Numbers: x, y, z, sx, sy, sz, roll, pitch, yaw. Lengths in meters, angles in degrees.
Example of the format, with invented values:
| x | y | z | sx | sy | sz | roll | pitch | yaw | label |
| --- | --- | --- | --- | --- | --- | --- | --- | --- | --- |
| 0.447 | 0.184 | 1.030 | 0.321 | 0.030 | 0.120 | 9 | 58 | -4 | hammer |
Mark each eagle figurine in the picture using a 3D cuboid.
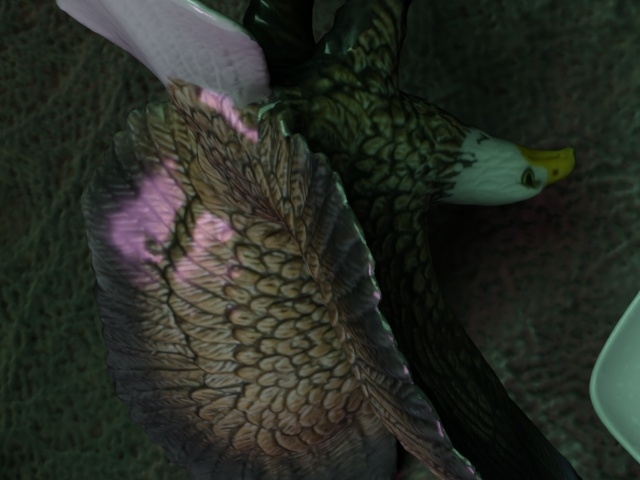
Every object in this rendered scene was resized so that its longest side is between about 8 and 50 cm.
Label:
| x | y | z | sx | sy | sz | roll | pitch | yaw | label |
| --- | --- | --- | --- | --- | --- | --- | --- | --- | --- |
| 0.011 | 0.000 | 0.798 | 0.225 | 0.226 | 0.298 | 2 | 96 | 6 | eagle figurine |

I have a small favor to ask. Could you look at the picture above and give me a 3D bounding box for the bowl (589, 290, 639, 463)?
| x | y | z | sx | sy | sz | roll | pitch | yaw | label |
| --- | --- | --- | --- | --- | --- | --- | --- | --- | --- |
| 0.200 | 0.056 | 0.819 | 0.142 | 0.053 | 0.142 | 41 | 100 | 24 | bowl |
